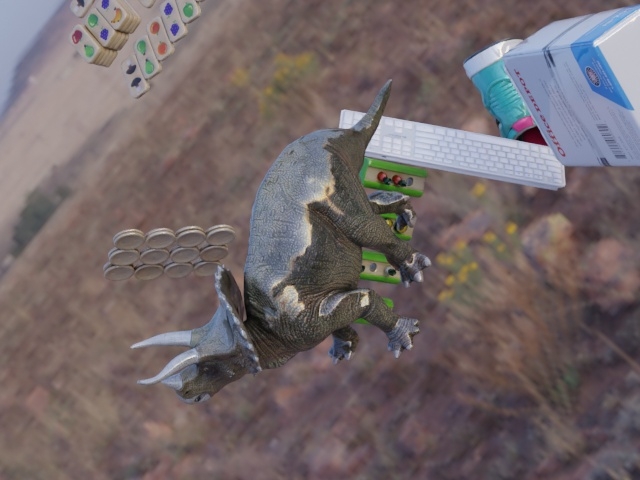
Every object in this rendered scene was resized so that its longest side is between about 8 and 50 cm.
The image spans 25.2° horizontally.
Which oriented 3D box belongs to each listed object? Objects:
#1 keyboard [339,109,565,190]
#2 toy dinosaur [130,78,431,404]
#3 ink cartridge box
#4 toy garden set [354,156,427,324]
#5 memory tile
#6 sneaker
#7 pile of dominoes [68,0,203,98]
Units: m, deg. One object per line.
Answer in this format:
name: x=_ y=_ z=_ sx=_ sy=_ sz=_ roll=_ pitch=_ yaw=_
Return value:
keyboard: x=0.146 y=-0.103 z=1.598 sx=0.072 sy=0.256 sz=0.014 roll=-82 pitch=3 yaw=-46
toy dinosaur: x=0.000 y=0.000 z=1.104 sx=0.121 sy=0.160 sz=0.313 roll=8 pitch=71 yaw=57
ink cartridge box: x=0.280 y=-0.149 z=1.413 sx=0.082 sy=0.140 sz=0.190 roll=-36 pitch=14 yaw=-13
toy garden set: x=0.049 y=0.002 z=2.082 sx=0.049 sy=0.203 sz=0.244 roll=25 pitch=103 yaw=57
memory tile: x=-0.182 y=0.015 z=1.721 sx=0.113 sy=0.148 sz=0.012 roll=116 pitch=146 yaw=-54
sneaker: x=0.323 y=-0.188 z=2.028 sx=0.124 sy=0.178 sz=0.295 roll=-29 pitch=-11 yaw=33
pile of dominoes: x=-0.238 y=-0.339 z=1.901 sx=0.251 sy=0.196 sz=0.040 roll=-52 pitch=-29 yaw=20
